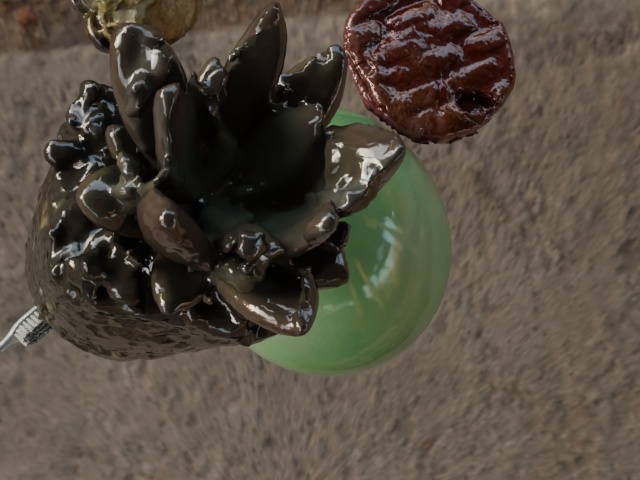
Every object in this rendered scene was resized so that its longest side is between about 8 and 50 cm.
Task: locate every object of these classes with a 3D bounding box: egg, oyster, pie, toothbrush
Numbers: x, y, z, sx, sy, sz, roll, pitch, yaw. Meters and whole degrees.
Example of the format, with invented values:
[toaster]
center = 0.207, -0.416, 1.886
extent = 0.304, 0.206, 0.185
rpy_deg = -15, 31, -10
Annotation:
[egg]
center = 0.000, 0.000, 1.271
extent = 0.220, 0.269, 0.220
rpy_deg = -11, 58, 18
[oyster]
center = -0.138, -0.202, 1.093
extent = 0.162, 0.232, 0.107
rpy_deg = 2, 109, -6
[pie]
center = 0.092, -0.153, 1.254
extent = 0.154, 0.038, 0.153
rpy_deg = 3, 72, -9
[toothbrush]
center = -0.303, 0.139, 1.114
extent = 0.276, 0.025, 0.019
rpy_deg = -42, 126, -16

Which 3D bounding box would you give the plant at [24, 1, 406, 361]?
[plant]
center = -0.085, -0.016, 0.936
extent = 0.182, 0.321, 0.194
rpy_deg = 8, 71, -19
